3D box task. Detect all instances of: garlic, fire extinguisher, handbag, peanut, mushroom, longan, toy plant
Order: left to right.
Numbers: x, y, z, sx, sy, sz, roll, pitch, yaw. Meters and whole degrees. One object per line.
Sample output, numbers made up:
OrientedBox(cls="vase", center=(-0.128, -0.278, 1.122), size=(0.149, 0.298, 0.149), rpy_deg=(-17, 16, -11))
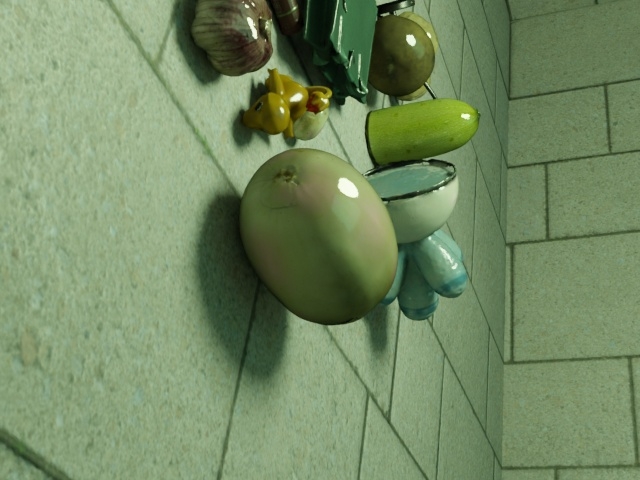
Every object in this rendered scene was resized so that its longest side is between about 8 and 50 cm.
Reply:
OrientedBox(cls="garlic", center=(-0.119, -0.312, 1.325), size=(0.159, 0.102, 0.147), rpy_deg=(20, 64, -68))
OrientedBox(cls="fire extinguisher", center=(-0.074, -0.438, 1.570), size=(0.078, 0.045, 0.157), rpy_deg=(-116, -177, -57))
OrientedBox(cls="mushroom", center=(-0.023, -0.217, 1.595), size=(0.067, 0.083, 0.083), rpy_deg=(26, 49, -17))
OrientedBox(cls="handbag", center=(0.041, -0.415, 1.733), size=(0.326, 0.089, 0.238), rpy_deg=(46, 45, -72))
OrientedBox(cls="longan", center=(0.169, -0.410, 2.010), size=(0.187, 0.167, 0.167), rpy_deg=(62, 29, -59))
OrientedBox(cls="toy plant", center=(0.189, 0.018, 1.878), size=(0.247, 0.247, 0.332), rpy_deg=(-55, 137, -60))
OrientedBox(cls="peanut", center=(0.232, -0.458, 2.253), size=(0.123, 0.124, 0.256), rpy_deg=(51, 36, -55))

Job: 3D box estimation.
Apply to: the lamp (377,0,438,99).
OrientedBox(cls="lamp", center=(0.248, -0.410, 2.115), size=(0.130, 0.108, 0.371), rpy_deg=(-30, 90, -44))

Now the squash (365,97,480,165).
OrientedBox(cls="squash", center=(0.235, -0.247, 2.029), size=(0.132, 0.247, 0.132), rpy_deg=(-8, 90, -70))

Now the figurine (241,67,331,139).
OrientedBox(cls="figurine", center=(-0.048, -0.214, 1.456), size=(0.176, 0.122, 0.121), rpy_deg=(-55, 137, -61))

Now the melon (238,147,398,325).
OrientedBox(cls="melon", center=(0.000, 0.000, 1.378), size=(0.317, 0.223, 0.223), rpy_deg=(63, 29, -49))
